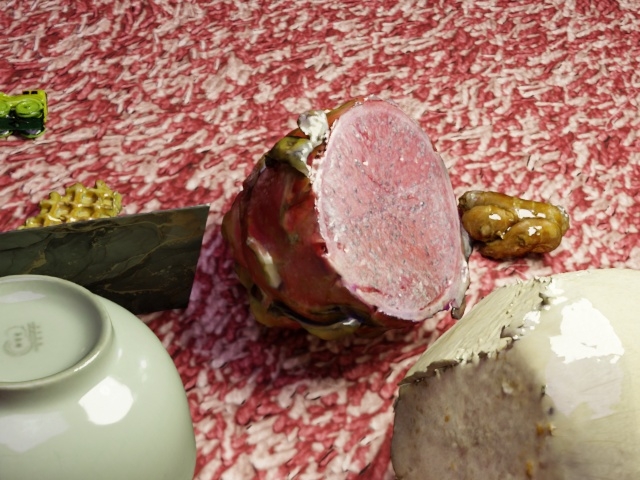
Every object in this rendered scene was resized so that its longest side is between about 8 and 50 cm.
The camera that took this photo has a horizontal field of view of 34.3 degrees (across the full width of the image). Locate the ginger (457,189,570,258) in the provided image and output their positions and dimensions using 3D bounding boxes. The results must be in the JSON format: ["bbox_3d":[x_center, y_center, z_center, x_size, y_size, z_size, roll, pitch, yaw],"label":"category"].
[{"bbox_3d":[0.266,-0.017,1.458,0.162,0.073,0.103,13,31,11],"label":"ginger"}]

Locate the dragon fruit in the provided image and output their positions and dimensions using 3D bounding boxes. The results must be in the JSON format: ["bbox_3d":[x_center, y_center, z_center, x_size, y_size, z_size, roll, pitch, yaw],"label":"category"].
[{"bbox_3d":[0.000,0.000,1.285,0.263,0.314,0.296,-13,10,41],"label":"dragon fruit"}]

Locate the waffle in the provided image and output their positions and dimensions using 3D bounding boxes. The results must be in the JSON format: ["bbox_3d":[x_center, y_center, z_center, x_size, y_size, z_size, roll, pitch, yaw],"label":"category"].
[{"bbox_3d":[-0.314,-0.005,1.357,0.161,0.046,0.192,30,49,21],"label":"waffle"}]

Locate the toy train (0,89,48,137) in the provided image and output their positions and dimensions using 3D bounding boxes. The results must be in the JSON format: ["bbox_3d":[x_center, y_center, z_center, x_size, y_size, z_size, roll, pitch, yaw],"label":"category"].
[{"bbox_3d":[-0.520,-0.181,1.488,0.250,0.053,0.085,-2,39,-12],"label":"toy train"}]

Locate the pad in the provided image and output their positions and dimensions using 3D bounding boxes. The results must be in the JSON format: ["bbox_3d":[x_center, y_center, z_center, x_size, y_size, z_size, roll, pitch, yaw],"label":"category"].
[{"bbox_3d":[-0.315,0.048,1.168,0.368,0.247,0.007,-8,62,-18],"label":"pad"}]

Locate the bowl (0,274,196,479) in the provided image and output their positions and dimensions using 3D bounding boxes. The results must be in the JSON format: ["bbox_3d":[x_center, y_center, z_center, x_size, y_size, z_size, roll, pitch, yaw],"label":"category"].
[{"bbox_3d":[-0.300,0.158,1.059,0.354,0.185,0.353,5,35,-3],"label":"bowl"}]

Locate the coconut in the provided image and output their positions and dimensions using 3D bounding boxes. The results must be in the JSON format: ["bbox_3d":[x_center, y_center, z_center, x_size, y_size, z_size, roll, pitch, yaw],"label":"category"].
[{"bbox_3d":[0.272,0.196,1.073,0.360,0.346,0.346,5,42,-35],"label":"coconut"}]
